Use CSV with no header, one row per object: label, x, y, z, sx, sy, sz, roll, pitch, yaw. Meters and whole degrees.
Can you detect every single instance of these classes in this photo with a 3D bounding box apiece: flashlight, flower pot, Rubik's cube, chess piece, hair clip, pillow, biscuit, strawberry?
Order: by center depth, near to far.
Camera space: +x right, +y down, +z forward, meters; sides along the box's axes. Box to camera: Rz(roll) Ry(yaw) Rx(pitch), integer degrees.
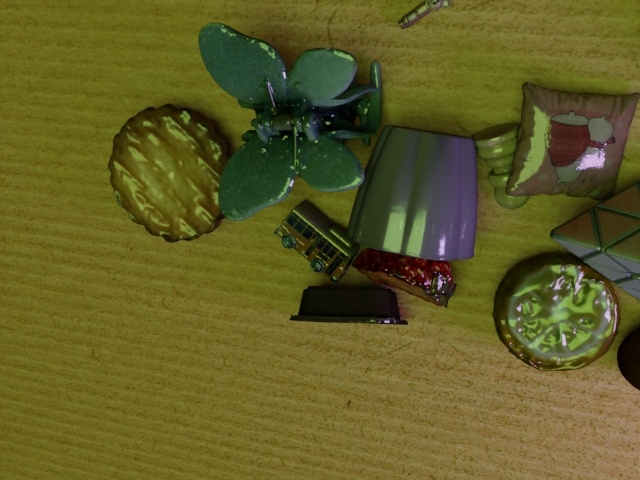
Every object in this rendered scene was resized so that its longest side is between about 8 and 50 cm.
Rubik's cube,0.622,0.006,1.403,0.233,0.229,0.228,-36,79,40
pillow,0.484,-0.187,1.439,0.236,0.084,0.223,2,106,-6
flashlight,0.202,-0.460,1.484,0.110,0.031,0.052,-31,97,25
flower pot,0.201,-0.104,1.511,0.265,0.265,0.243,12,98,15
chess piece,0.374,-0.145,1.515,0.094,0.094,0.170,-12,112,22
hair clip,-0.041,-0.258,1.520,0.319,0.238,0.391,0,108,20
strawberry,0.187,0.052,1.618,0.237,0.190,0.111,19,81,33
flower pot,0.066,0.146,1.685,0.251,0.179,0.084,0,83,19
biscuit,-0.337,-0.157,1.734,0.326,0.107,0.325,6,107,19

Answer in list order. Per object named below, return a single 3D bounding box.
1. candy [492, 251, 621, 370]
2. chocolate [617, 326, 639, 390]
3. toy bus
candy,0.491,0.150,1.557,0.260,0.118,0.259,5,109,14
chocolate,0.686,0.241,1.502,0.177,0.177,0.176,6,110,17
toy bus,0.000,0.000,1.684,0.182,0.091,0.103,40,116,4
